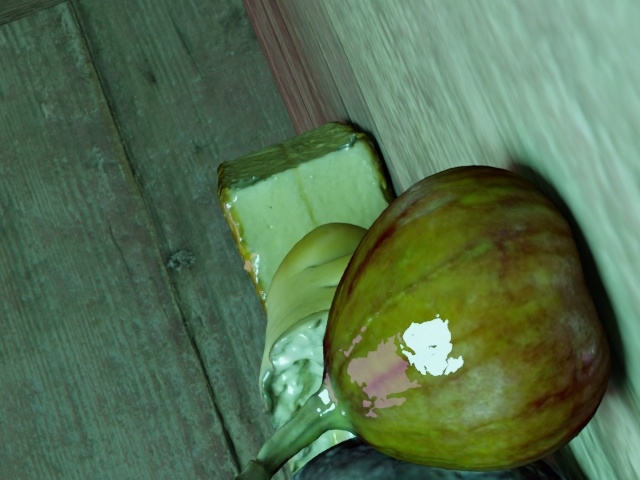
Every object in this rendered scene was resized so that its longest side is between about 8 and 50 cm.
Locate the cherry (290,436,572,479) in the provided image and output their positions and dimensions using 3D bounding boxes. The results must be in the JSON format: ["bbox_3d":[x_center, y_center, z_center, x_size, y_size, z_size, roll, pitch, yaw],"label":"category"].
[{"bbox_3d":[0.074,0.263,0.575,0.218,0.296,0.255,-165,71,-72],"label":"cherry"}]

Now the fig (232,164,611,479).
[{"bbox_3d":[0.069,0.061,0.441,0.149,0.202,0.148,32,-153,-19],"label":"fig"}]

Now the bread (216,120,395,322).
[{"bbox_3d":[0.000,0.000,1.066,0.279,0.207,0.279,-123,10,-78],"label":"bread"}]

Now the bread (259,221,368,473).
[{"bbox_3d":[0.073,0.141,0.790,0.270,0.211,0.316,-88,-17,-69],"label":"bread"}]
